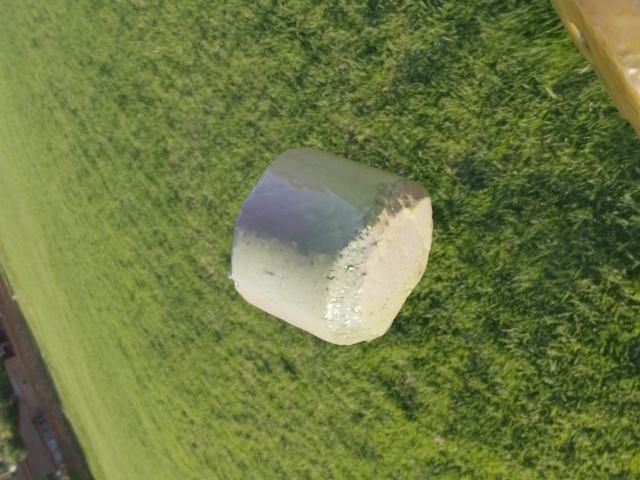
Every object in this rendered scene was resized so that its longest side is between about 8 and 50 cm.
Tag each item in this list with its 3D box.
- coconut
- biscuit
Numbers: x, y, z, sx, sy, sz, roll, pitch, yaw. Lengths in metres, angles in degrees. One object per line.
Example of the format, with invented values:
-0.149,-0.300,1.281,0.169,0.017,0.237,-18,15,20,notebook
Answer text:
0.000,0.000,0.399,0.153,0.147,0.147,19,121,30,coconut
0.278,-0.129,0.415,0.355,0.275,0.052,40,126,-21,biscuit
